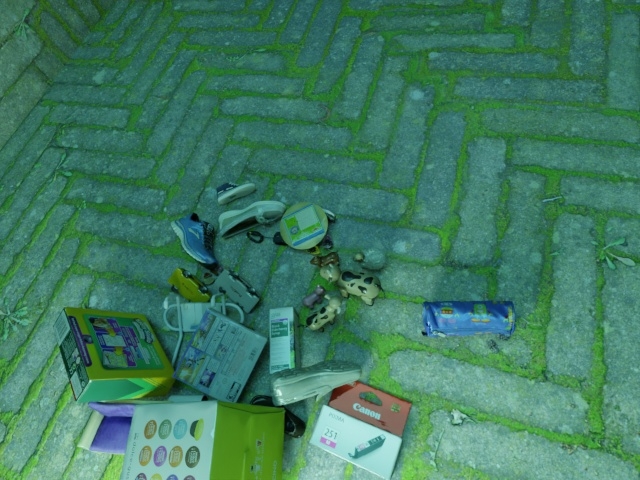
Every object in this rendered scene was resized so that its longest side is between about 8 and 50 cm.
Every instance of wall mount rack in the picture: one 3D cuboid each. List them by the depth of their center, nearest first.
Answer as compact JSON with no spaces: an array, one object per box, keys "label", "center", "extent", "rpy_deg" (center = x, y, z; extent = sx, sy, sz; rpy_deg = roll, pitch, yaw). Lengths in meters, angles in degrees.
[{"label":"wall mount rack","center":[-0.477,0.358,1.547],"extent":[0.350,0.130,0.304],"rpy_deg":[-4,93,13]}]

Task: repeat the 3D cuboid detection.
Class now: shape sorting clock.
[{"label":"shape sorting clock","center":[-0.069,-0.062,1.666],"extent":[0.206,0.040,0.206],"rpy_deg":[-5,70,14]}]

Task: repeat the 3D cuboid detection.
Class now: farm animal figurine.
[{"label":"farm animal figurine","center":[0.076,0.169,1.480],"extent":[0.327,0.172,0.330],"rpy_deg":[-2,63,12]}]

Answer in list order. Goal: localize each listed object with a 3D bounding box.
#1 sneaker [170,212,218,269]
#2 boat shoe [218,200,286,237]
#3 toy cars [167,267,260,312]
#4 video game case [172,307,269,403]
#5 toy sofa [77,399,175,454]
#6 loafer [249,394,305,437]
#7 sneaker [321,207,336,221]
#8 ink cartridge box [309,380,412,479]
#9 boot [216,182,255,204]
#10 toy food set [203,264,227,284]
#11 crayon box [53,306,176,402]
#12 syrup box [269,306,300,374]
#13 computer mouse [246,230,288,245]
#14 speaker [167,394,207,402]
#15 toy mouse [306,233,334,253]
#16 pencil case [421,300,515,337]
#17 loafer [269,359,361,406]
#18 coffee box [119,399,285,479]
[{"label":"sneaker","center":[-0.527,-0.010,1.746],"extent":[0.147,0.129,0.330],"rpy_deg":[-38,61,-5]},{"label":"boat shoe","center":[-0.297,-0.092,1.746],"extent":[0.321,0.118,0.103],"rpy_deg":[-12,67,12]},{"label":"toy cars","center":[-0.426,0.195,1.633],"extent":[0.394,0.087,0.176],"rpy_deg":[1,98,12]},{"label":"video game case","center":[-0.353,0.415,1.433],"extent":[0.244,0.061,0.269],"rpy_deg":[26,87,1]},{"label":"toy sofa","center":[-0.639,0.652,1.381],"extent":[0.363,0.177,0.150],"rpy_deg":[-2,49,12]},{"label":"loafer","center":[-0.152,0.592,1.365],"extent":[0.220,0.078,0.080],"rpy_deg":[19,69,22]},{"label":"sneaker","center":[-0.018,-0.096,1.713],"extent":[0.178,0.072,0.077],"rpy_deg":[12,78,28]},{"label":"ink cartridge box","center":[0.135,0.596,1.307],"extent":[0.275,0.060,0.238],"rpy_deg":[16,69,20]},{"label":"boot","center":[-0.401,-0.245,1.871],"extent":[0.190,0.069,0.086],"rpy_deg":[-22,63,3]},{"label":"toy food set","center":[-0.447,0.148,1.707],"extent":[0.122,0.019,0.077],"rpy_deg":[-15,60,14]},{"label":"crayon box","center":[-0.735,0.401,1.436],"extent":[0.363,0.313,0.106],"rpy_deg":[41,101,37]},{"label":"syrup box","center":[-0.131,0.371,1.468],"extent":[0.093,0.096,0.236],"rpy_deg":[-8,62,8]},{"label":"computer mouse","center":[-0.212,-0.020,1.725],"extent":[0.242,0.041,0.071],"rpy_deg":[4,65,16]},{"label":"speaker","center":[-0.484,0.593,1.459],"extent":[0.136,0.055,0.055],"rpy_deg":[-5,62,11]},{"label":"toy mouse","center":[0.000,0.000,1.668],"extent":[0.161,0.031,0.143],"rpy_deg":[16,68,20]},{"label":"pencil case","center":[0.497,0.267,1.356],"extent":[0.306,0.119,0.133],"rpy_deg":[-3,38,12]},{"label":"loafer","center":[-0.013,0.480,1.347],"extent":[0.320,0.112,0.111],"rpy_deg":[-5,95,-14]},{"label":"coffee box","center":[-0.334,0.666,1.179],"extent":[0.335,0.338,0.337],"rpy_deg":[-13,60,25]}]
